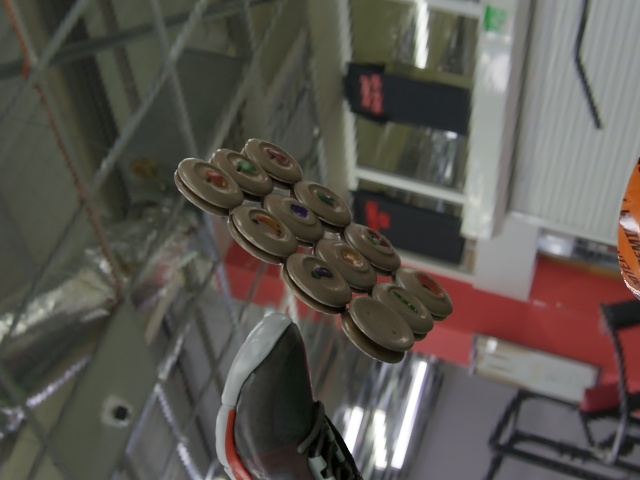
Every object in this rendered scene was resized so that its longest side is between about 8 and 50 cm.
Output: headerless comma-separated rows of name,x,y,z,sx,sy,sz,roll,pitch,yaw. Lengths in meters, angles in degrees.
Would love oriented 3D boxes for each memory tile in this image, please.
memory tile,0.000,0.000,0.604,0.012,0.148,0.113,-54,-12,24

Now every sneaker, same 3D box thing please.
sneaker,-0.002,0.100,0.511,0.061,0.065,0.158,-51,-35,-47

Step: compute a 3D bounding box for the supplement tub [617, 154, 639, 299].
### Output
supplement tub,0.321,0.036,0.557,0.207,0.338,0.207,-19,-55,-29
